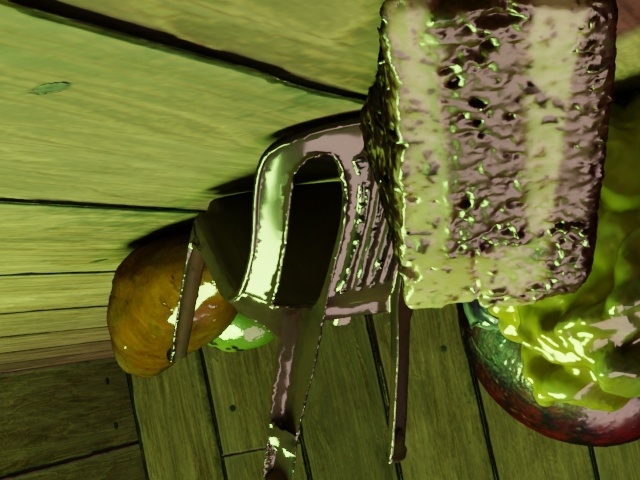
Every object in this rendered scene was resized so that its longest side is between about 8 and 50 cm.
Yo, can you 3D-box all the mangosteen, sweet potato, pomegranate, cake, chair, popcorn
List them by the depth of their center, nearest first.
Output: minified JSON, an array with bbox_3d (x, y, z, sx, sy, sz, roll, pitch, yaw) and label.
[{"bbox_3d":[0.087,-0.036,0.652,0.112,0.135,0.246,-10,174,-2],"label":"cake"},{"bbox_3d":[0.231,0.015,0.940,0.249,0.249,0.225,-11,-144,-7],"label":"popcorn"},{"bbox_3d":[0.000,0.000,0.964,0.175,0.183,0.327,-8,129,-25],"label":"chair"},{"bbox_3d":[-0.136,0.051,1.217,0.112,0.112,0.359,-8,166,-31],"label":"sweet potato"},{"bbox_3d":[-0.092,0.044,1.331,0.122,0.122,0.161,-15,136,31],"label":"pomegranate"},{"bbox_3d":[0.308,0.061,1.473,0.306,0.306,0.360,-11,143,-9],"label":"mangosteen"}]

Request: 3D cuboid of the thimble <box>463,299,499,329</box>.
[{"bbox_3d":[0.232,-0.005,1.176,0.237,0.150,0.237,-6,175,-1],"label":"thimble"}]
